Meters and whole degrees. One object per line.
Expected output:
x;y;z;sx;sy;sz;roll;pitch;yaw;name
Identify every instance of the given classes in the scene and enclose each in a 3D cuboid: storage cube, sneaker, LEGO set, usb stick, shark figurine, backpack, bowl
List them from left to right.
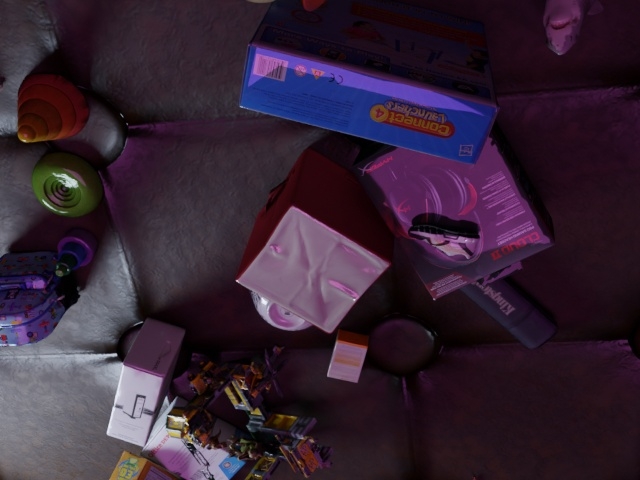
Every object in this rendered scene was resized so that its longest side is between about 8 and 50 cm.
-0.550;0.112;1.471;0.158;0.173;0.116;-1;123;9;backpack
-0.120;0.388;1.545;0.192;0.255;0.331;-4;115;42;LEGO set
-0.054;0.110;1.462;0.170;0.080;0.170;3;124;5;bowl
0.000;0.000;1.315;0.215;0.193;0.183;31;121;-12;storage cube
0.186;0.002;1.218;0.109;0.040;0.043;12;118;9;sneaker
0.312;0.097;1.426;0.278;0.045;0.077;40;120;-17;usb stick
0.406;-0.365;1.101;0.278;0.166;0.116;-36;139;7;shark figurine

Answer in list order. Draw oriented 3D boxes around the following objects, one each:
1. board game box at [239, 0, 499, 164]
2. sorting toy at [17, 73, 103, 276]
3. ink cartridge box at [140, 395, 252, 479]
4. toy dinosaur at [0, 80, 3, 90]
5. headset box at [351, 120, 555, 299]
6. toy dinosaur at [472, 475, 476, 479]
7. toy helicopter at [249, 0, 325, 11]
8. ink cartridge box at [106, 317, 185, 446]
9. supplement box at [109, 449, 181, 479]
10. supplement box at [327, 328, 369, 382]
0.071;-0.243;1.081;0.308;0.302;0.086;14;124;-1;board game box
-0.454;-0.090;1.356;0.127;0.126;0.365;3;123;5;sorting toy
-0.264;0.438;1.702;0.191;0.082;0.139;33;121;-12;ink cartridge box
-0.659;-0.204;1.349;0.268;0.064;0.118;-1;116;4;toy dinosaur
0.220;-0.061;1.267;0.218;0.110;0.293;-27;105;22;headset box
0.319;0.557;1.743;0.082;0.047;0.090;-20;85;29;toy dinosaur
0.020;-0.439;1.030;0.355;0.140;0.235;-36;69;8;toy helicopter
-0.342;0.276;1.566;0.086;0.148;0.203;19;122;-3;ink cartridge box
-0.351;0.537;1.728;0.078;0.080;0.233;9;148;34;supplement box
0.053;0.224;1.548;0.062;0.036;0.098;13;124;-1;supplement box
